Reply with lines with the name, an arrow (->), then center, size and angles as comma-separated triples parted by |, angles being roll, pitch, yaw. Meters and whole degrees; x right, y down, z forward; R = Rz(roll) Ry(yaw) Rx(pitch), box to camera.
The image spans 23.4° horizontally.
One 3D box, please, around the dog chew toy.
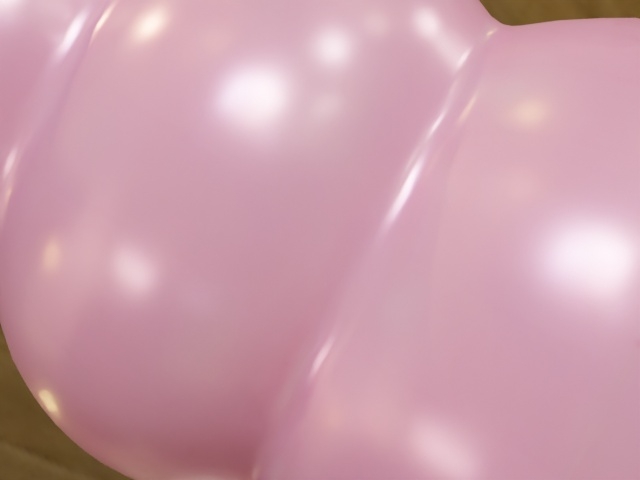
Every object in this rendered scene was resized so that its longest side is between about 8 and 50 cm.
dog chew toy -> 0.000, 0.000, 0.458 | 0.206, 0.332, 0.206 | -62, -4, -7
